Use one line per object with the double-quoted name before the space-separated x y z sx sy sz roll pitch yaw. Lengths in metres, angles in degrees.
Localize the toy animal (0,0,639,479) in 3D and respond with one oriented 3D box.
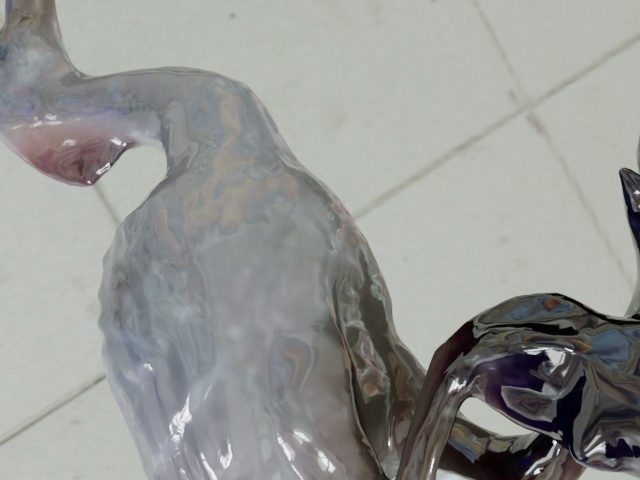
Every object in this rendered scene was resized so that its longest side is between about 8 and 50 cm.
"toy animal" -0.020 0.014 0.480 0.090 0.324 0.195 20 98 -55
